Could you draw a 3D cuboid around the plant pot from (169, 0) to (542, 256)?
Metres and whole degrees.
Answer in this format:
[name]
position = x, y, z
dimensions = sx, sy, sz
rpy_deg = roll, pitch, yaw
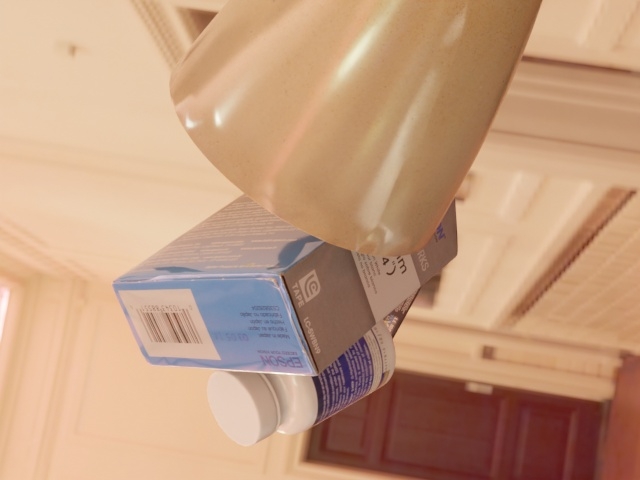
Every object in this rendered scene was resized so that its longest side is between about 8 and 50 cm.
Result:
[plant pot]
position = 0.059, -0.174, 0.917
dimensions = 0.274, 0.256, 0.256
rpy_deg = -54, 8, 28

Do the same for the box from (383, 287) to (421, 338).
[box]
position = 0.097, 0.136, 1.914
dimensions = 0.207, 0.036, 0.114
rpy_deg = -60, 9, -10

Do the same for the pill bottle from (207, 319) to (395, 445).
[pill bottle]
position = -0.021, 0.140, 1.237
dimensions = 0.187, 0.112, 0.112
rpy_deg = -25, -46, -38

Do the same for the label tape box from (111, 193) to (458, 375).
[label tape box]
position = 0.000, 0.000, 1.154
dimensions = 0.334, 0.241, 0.105
rpy_deg = -37, -66, -40
